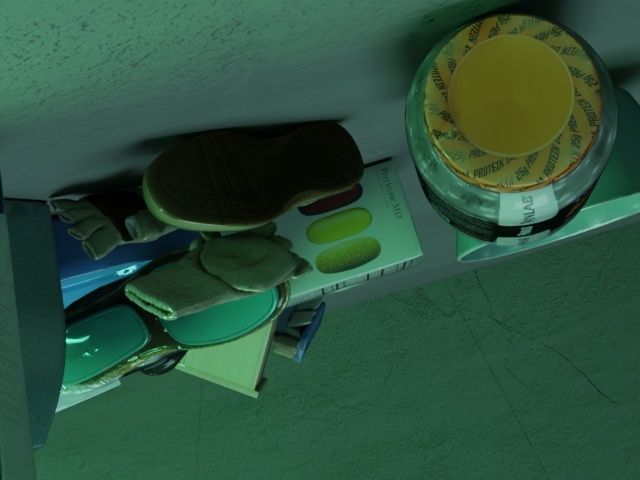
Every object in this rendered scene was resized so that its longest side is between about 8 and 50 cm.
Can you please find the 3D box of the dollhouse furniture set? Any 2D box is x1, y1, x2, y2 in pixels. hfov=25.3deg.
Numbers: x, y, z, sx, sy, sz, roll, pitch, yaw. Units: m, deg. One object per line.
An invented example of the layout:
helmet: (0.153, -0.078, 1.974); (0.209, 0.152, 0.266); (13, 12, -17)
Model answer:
dollhouse furniture set: (-0.140, 0.060, 2.252); (0.286, 0.198, 0.303); (19, -154, 8)

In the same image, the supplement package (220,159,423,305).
supplement package: (0.000, 0.000, 1.897); (0.244, 0.139, 0.134); (-18, 173, -1)

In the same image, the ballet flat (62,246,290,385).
ballet flat: (-0.172, 0.071, 1.621); (0.349, 0.123, 0.123); (-22, 171, 28)

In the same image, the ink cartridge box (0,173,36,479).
ink cartridge box: (-0.334, 0.103, 1.167); (0.176, 0.371, 0.069); (-19, 150, 11)

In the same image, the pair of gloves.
pair of gloves: (-0.141, -0.003, 1.472); (0.204, 0.042, 0.240); (-14, -145, -38)

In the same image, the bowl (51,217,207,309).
bowl: (-0.314, 0.042, 1.741); (0.391, 0.077, 0.391); (-17, 173, -2)

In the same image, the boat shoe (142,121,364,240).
boat shoe: (-0.076, -0.055, 1.467); (0.285, 0.104, 0.089); (-11, 167, -45)

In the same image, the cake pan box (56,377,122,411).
cake pan box: (-0.443, 0.212, 2.271); (0.267, 0.070, 0.246); (-24, -166, -1)

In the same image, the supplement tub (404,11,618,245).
supplement tub: (0.180, -0.103, 1.364); (0.194, 0.193, 0.316); (-18, 173, 5)

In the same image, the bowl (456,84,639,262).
bowl: (0.296, -0.095, 1.781); (0.312, 0.163, 0.311); (-17, 172, -3)

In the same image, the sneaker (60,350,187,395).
sneaker: (-0.270, 0.147, 1.877); (0.269, 0.101, 0.153); (-19, 167, -10)

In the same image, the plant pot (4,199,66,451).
plant pot: (-0.398, 0.114, 1.415); (0.248, 0.252, 0.247); (-20, 173, 19)
